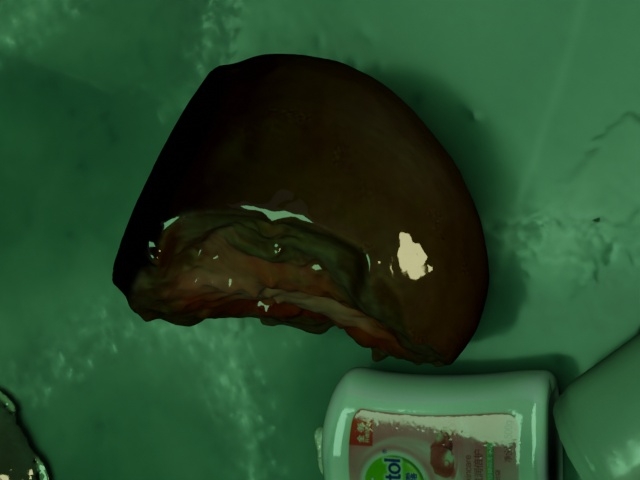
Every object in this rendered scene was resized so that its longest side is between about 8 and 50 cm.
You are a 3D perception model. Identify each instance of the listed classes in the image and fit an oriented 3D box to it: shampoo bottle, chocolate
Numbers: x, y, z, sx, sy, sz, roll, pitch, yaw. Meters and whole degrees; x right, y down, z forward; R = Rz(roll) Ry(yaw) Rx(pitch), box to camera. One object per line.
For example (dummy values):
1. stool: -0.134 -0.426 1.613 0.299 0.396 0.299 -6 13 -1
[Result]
1. shampoo bottle: 0.045 0.086 0.699 0.099 0.043 0.072 1 103 18
2. chocolate: 0.000 0.000 0.674 0.133 0.124 0.127 29 101 -18

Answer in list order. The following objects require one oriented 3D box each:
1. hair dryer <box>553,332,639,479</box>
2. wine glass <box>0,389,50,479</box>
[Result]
1. hair dryer: 0.206 0.117 0.650 0.131 0.073 0.236 -38 91 18
2. wine glass: -0.203 0.116 0.710 0.122 0.183 0.122 1 93 19
